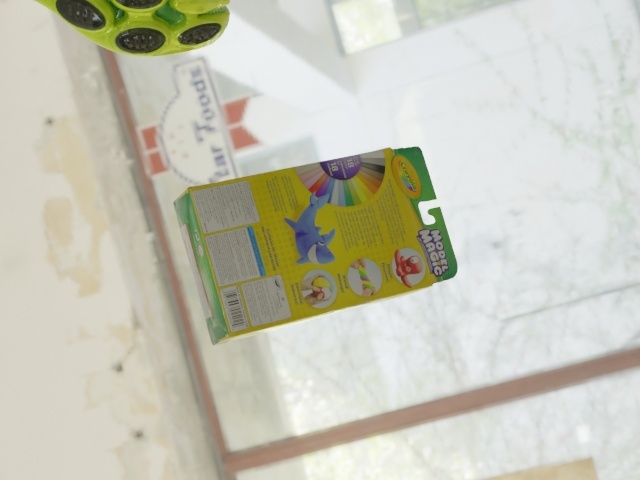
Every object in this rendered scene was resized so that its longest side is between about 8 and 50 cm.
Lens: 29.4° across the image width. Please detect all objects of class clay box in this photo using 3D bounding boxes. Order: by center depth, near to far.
[{"bbox_3d":[0.000,0.000,1.029,0.053,0.222,0.127,-30,74,63],"label":"clay box"}]

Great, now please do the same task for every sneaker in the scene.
[{"bbox_3d":[-0.209,-0.228,0.942,0.123,0.295,0.109,-83,9,-59],"label":"sneaker"}]
